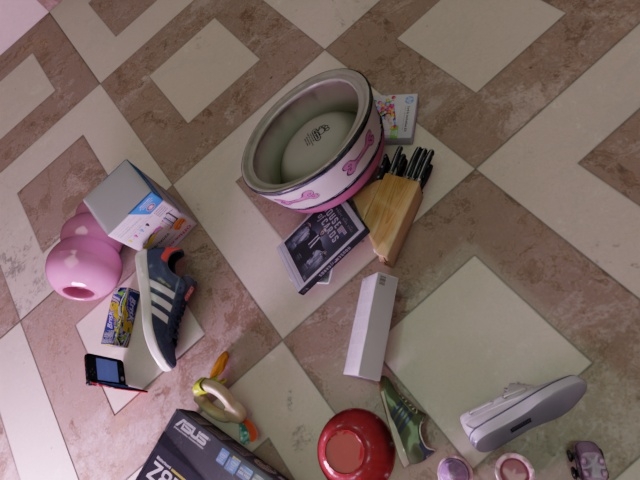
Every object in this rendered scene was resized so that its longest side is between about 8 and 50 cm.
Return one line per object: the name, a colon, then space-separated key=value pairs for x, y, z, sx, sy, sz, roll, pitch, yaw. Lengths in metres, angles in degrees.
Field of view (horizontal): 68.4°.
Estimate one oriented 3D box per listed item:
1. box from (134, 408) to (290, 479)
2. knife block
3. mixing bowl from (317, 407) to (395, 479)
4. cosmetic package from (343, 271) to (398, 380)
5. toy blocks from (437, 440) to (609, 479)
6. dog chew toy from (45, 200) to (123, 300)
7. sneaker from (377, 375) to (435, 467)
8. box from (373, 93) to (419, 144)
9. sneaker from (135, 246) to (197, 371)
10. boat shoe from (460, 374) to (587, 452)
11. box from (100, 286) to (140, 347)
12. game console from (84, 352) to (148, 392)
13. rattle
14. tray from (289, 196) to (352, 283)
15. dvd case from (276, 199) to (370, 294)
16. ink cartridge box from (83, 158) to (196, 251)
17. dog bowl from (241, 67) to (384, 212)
box: x=-0.254 y=0.627 z=1.070 sx=0.394 sy=0.097 sz=0.318 roll=24 pitch=75 yaw=27
knife block: x=0.215 y=-0.101 z=1.200 sx=0.242 sy=0.088 sz=0.276 roll=-25 pitch=62 yaw=10
mixing bowl: x=0.065 y=0.458 z=1.022 sx=0.181 sy=0.098 sz=0.182 roll=-7 pitch=67 yaw=17
cosmetic package: x=0.119 y=0.201 z=1.102 sx=0.060 sy=0.099 sz=0.239 roll=18 pitch=73 yaw=-14
toy blocks: x=0.369 y=0.506 z=0.798 sx=0.308 sy=0.260 sz=0.289 roll=-11 pitch=65 yaw=16
dog chew toy: x=-0.699 y=0.011 z=1.436 sx=0.206 sy=0.207 sz=0.332 roll=-12 pitch=57 yaw=15
sneaker: x=0.189 y=0.385 z=1.031 sx=0.086 sy=0.064 sz=0.192 roll=-17 pitch=63 yaw=4
box: x=0.178 y=-0.344 z=1.343 sx=0.186 sy=0.038 sz=0.145 roll=5 pitch=71 yaw=21
sneaker: x=-0.409 y=0.175 z=1.302 sx=0.148 sy=0.131 sz=0.350 roll=-12 pitch=74 yaw=-10
boat shoe: x=0.406 y=0.328 z=0.955 sx=0.258 sy=0.095 sz=0.084 roll=-24 pitch=34 yaw=-4
box: x=-0.583 y=0.224 z=1.375 sx=0.054 sy=0.059 sz=0.169 roll=-1 pitch=68 yaw=18
game console: x=-0.544 y=0.356 z=1.259 sx=0.085 sy=0.144 sz=0.124 roll=-24 pitch=62 yaw=8
rattle: x=-0.212 y=0.397 z=1.187 sx=0.199 sy=0.142 sz=0.130 roll=26 pitch=112 yaw=12
tray: x=0.009 y=-0.012 z=1.256 sx=0.145 sy=0.030 sz=0.271 roll=1 pitch=68 yaw=40
dvd case: x=0.000 y=0.000 z=1.213 sx=0.238 sy=0.029 sz=0.179 roll=-45 pitch=45 yaw=15
ink cartridge box: x=-0.519 y=-0.080 z=1.378 sx=0.171 sy=0.233 sz=0.168 roll=-45 pitch=63 yaw=-2
dog bowl: x=-0.010 y=-0.251 z=1.252 sx=0.407 sy=0.150 sz=0.408 roll=-23 pitch=47 yaw=26
